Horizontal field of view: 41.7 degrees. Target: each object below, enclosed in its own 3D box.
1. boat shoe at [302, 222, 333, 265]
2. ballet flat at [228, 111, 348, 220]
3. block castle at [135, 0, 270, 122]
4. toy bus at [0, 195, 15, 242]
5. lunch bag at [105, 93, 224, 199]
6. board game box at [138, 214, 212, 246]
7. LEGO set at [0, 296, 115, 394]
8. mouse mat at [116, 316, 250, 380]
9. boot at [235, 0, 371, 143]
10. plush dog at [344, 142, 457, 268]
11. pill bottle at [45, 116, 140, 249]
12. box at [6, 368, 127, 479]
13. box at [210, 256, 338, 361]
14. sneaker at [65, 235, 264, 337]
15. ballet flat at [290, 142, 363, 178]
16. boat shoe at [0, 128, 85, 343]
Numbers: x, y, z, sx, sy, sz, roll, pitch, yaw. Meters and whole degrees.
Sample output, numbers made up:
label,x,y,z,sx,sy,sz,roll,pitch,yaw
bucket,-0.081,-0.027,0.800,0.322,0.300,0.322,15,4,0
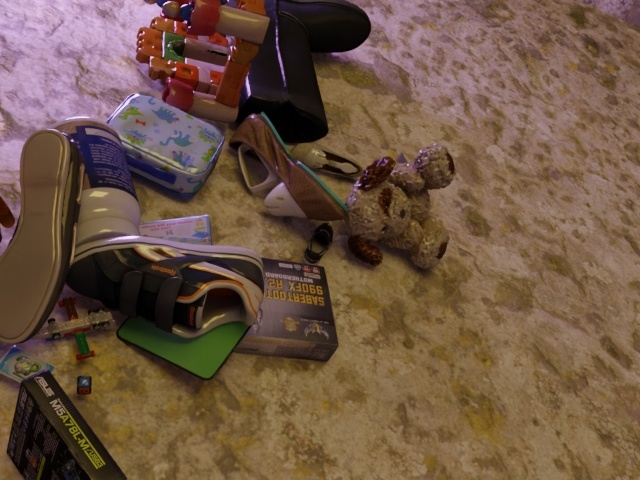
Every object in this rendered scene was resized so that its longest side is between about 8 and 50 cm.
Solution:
label,x,y,z,sx,sy,sz,roll,pitch,yaw
boat shoe,0.000,0.000,1.669,0.046,0.038,0.125,31,42,2
ballet flat,-0.082,-0.127,1.695,0.124,0.116,0.342,-38,59,-4
block castle,-0.266,-0.488,1.809,0.213,0.303,0.453,9,44,-20
toy bus,-0.613,-0.054,1.276,0.220,0.149,0.211,-34,59,-16
lunch bag,-0.312,-0.184,1.642,0.219,0.090,0.176,25,41,-5
board game box,-0.268,0.010,1.479,0.154,0.026,0.103,-7,49,-5
LEGO set,-0.436,0.149,1.294,0.244,0.060,0.182,25,47,5
mouse mat,-0.218,0.138,1.378,0.190,0.007,0.152,23,53,17
boot,-0.028,-0.409,1.974,0.367,0.146,0.445,4,44,-14
plush dog,0.135,-0.073,1.710,0.211,0.262,0.225,16,18,38
pill bottle,-0.393,-0.073,1.440,0.153,0.153,0.264,-1,50,-30
box,-0.333,0.289,1.087,0.184,0.190,0.045,45,45,18
box,-0.094,0.115,1.491,0.231,0.056,0.183,9,45,-20
sneaker,-0.247,0.075,1.333,0.321,0.126,0.127,1,47,-9
ballet flat,0.017,-0.174,1.830,0.168,0.057,0.052,12,9,-19
boat shoe,-0.418,-0.003,1.290,0.112,0.095,0.335,3,76,15
